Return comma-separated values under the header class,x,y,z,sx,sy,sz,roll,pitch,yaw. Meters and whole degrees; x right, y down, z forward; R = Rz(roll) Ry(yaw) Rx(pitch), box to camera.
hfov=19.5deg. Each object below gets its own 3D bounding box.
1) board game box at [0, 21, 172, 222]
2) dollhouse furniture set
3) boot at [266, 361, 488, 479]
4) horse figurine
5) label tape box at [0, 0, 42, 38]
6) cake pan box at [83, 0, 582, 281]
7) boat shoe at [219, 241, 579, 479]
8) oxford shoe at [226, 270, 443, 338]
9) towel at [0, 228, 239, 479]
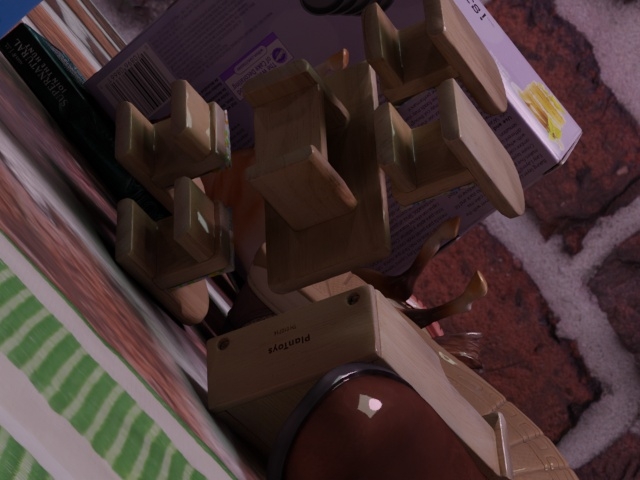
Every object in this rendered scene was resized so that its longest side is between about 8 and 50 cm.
class,x,y,z,sx,sy,sz,roll,pitch,yaw
board game box,-0.150,-0.067,1.329,0.186,0.026,0.126,51,1,7
dollhouse furniture set,0.016,0.015,1.054,0.161,0.212,0.242,47,30,-46
boot,0.118,0.189,0.843,0.280,0.096,0.264,29,-26,41
horse figurine,0.000,0.000,1.223,0.263,0.174,0.066,58,19,-5
label tape box,-0.243,-0.214,0.550,0.347,0.115,0.249,49,0,23
cake pan box,0.001,-0.086,1.266,0.245,0.267,0.070,51,31,-3
boat shoe,0.049,0.117,1.131,0.285,0.092,0.103,42,25,20
oxford shoe,0.007,0.080,1.532,0.348,0.123,0.130,52,27,-23
towel,-0.061,0.077,0.432,0.248,0.038,0.325,49,4,-15
